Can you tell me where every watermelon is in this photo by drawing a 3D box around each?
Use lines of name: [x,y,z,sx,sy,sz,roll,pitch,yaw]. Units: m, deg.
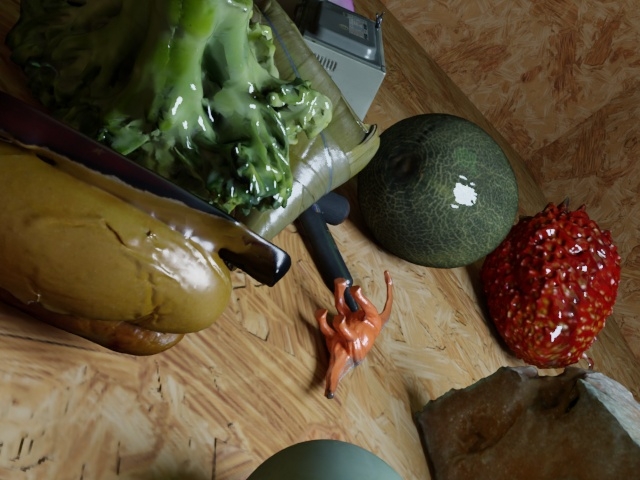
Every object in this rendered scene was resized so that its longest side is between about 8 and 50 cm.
watermelon: [0.268,0.271,0.689,0.151,0.264,0.302,37,25,-33]

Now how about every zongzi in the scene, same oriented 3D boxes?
zongzi: [-0.077,-0.121,0.723,0.256,0.115,0.228,-42,100,-29]

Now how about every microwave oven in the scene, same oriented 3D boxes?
microwave oven: [0.003,-0.255,0.979,0.145,0.193,0.240,18,33,-8]

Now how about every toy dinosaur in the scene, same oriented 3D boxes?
toy dinosaur: [0.043,0.092,0.753,0.279,0.055,0.101,-53,130,-51]

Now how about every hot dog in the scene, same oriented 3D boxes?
hot dog: [-0.185,-0.008,0.431,0.326,0.107,0.194,27,-12,-7]

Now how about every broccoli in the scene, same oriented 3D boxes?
broccoli: [-0.124,-0.163,0.569,0.288,0.245,0.247,23,50,-20]

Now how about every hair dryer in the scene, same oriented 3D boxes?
hair dryer: [-0.008,0.001,0.823,0.173,0.050,0.194,19,44,-47]

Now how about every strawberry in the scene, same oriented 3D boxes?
strawberry: [0.457,0.114,1.273,0.292,0.292,0.343,37,46,-32]

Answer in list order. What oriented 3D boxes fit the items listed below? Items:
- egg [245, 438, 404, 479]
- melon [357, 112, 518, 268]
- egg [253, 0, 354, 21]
egg: [0.004,0.221,0.409,0.149,0.149,0.192,38,29,-31]
melon: [0.188,-0.071,1.029,0.302,0.237,0.237,24,37,-57]
egg: [-0.050,-0.422,1.143,0.271,0.196,0.196,47,19,-54]
